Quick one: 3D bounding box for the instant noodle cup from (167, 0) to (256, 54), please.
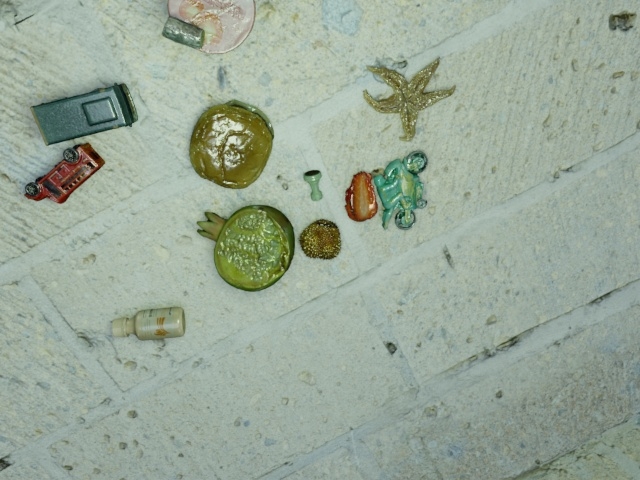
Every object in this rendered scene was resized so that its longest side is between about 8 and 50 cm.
[{"bbox_3d":[-0.319,-0.679,1.519,0.242,0.231,0.243,-3,109,-9],"label":"instant noodle cup"}]

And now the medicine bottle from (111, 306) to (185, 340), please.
[{"bbox_3d":[-0.631,0.310,1.878,0.252,0.114,0.114,-5,110,-7],"label":"medicine bottle"}]

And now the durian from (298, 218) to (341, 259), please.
[{"bbox_3d":[0.000,0.000,1.868,0.158,0.137,0.168,-16,122,-26],"label":"durian"}]

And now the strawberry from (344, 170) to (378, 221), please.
[{"bbox_3d":[0.146,-0.160,1.868,0.121,0.082,0.188,-4,100,-24],"label":"strawberry"}]

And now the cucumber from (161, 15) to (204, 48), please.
[{"bbox_3d":[-0.373,-0.565,1.396,0.111,0.064,0.064,19,105,-17],"label":"cucumber"}]

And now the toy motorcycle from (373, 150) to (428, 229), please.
[{"bbox_3d":[0.289,-0.180,1.864,0.198,0.109,0.297,1,106,-9],"label":"toy motorcycle"}]

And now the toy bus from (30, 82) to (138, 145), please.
[{"bbox_3d":[-0.728,-0.393,1.586,0.275,0.167,0.139,-15,111,-5],"label":"toy bus"}]

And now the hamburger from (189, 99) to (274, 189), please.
[{"bbox_3d":[-0.295,-0.317,1.703,0.265,0.134,0.285,20,107,-13],"label":"hamburger"}]

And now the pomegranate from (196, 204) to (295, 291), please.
[{"bbox_3d":[-0.250,0.005,1.797,0.358,0.216,0.310,27,105,14],"label":"pomegranate"}]

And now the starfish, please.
[{"bbox_3d":[0.310,-0.514,1.774,0.302,0.060,0.299,-27,105,7],"label":"starfish"}]

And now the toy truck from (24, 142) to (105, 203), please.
[{"bbox_3d":[-0.834,-0.207,1.665,0.252,0.107,0.114,-40,110,5],"label":"toy truck"}]

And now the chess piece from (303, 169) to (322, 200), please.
[{"bbox_3d":[-0.021,-0.195,1.832,0.067,0.067,0.103,-14,119,-4],"label":"chess piece"}]
